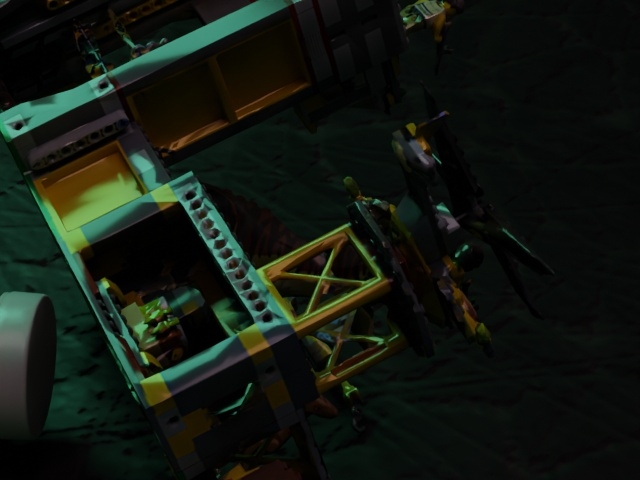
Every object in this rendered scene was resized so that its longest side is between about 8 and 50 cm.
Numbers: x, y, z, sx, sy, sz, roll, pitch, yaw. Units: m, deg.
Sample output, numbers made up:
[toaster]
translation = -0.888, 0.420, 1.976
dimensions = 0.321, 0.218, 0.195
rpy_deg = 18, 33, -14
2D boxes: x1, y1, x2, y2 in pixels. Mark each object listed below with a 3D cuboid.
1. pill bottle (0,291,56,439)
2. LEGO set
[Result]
[pill bottle]
translation = -0.197, 0.050, 0.786
dimensions = 0.152, 0.086, 0.086
rpy_deg = 4, 40, 3
[LEGO set]
translation = 0.000, 0.000, 0.727
dimensions = 0.192, 0.255, 0.331
rpy_deg = -27, 38, -8
